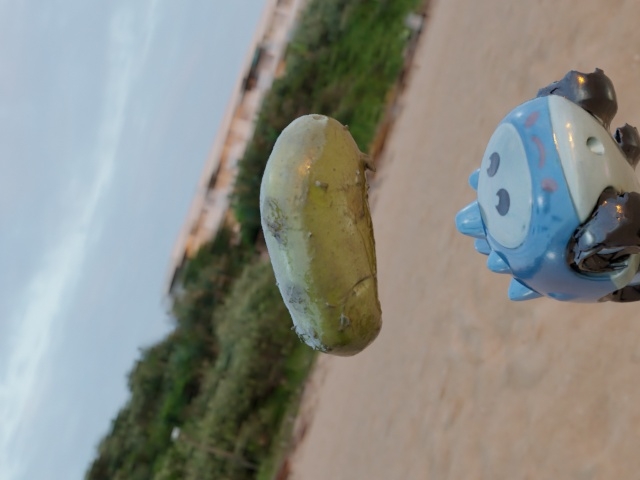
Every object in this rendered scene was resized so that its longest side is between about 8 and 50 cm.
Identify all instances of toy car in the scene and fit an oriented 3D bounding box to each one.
[{"bbox_3d":[0.230,-0.031,1.322,0.255,0.190,0.188,37,-142,-61],"label":"toy car"}]

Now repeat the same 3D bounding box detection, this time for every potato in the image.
[{"bbox_3d":[0.000,0.000,1.033,0.105,0.085,0.188,-25,-75,-51],"label":"potato"}]
